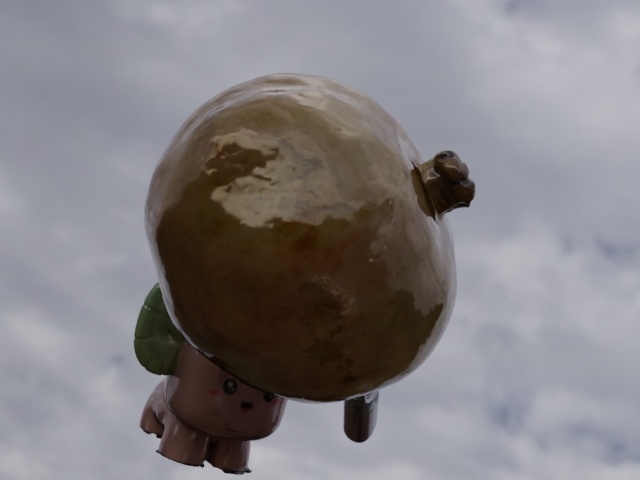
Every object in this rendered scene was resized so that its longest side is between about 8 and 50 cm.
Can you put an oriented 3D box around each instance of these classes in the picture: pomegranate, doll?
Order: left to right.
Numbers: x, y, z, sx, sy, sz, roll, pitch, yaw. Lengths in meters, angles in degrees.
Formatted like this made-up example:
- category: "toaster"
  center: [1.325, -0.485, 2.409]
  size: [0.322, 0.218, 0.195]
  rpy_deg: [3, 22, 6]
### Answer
- category: "doll"
  center: [-0.135, 0.171, 2.173]
  size: [0.284, 0.268, 0.216]
  rpy_deg: [14, 8, -26]
- category: "pomegranate"
  center: [0.000, 0.000, 1.901]
  size: [0.412, 0.411, 0.411]
  rpy_deg: [16, -31, 10]

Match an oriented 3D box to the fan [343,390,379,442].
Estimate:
- category: "fan"
  center: [0.066, 0.212, 2.389]
  size: [0.074, 0.130, 0.244]
  rpy_deg: [16, -42, 15]
